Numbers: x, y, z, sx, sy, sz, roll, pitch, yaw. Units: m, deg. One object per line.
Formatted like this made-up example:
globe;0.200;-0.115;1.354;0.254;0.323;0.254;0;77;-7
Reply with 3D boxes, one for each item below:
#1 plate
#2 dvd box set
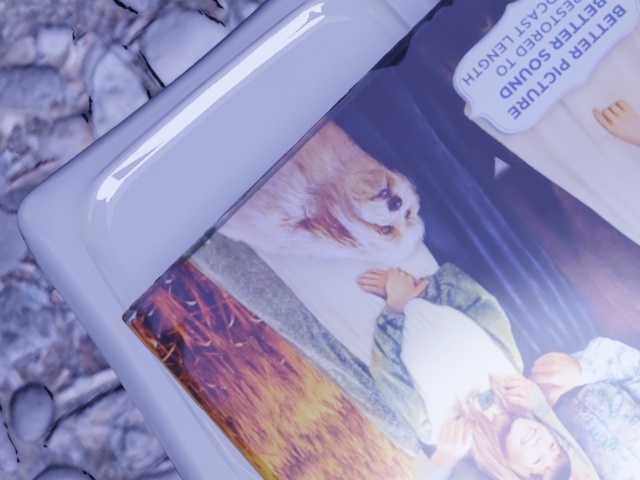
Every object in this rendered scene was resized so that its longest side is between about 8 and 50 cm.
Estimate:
plate;0.000;0.000;0.700;0.278;0.045;0.277;-39;71;7
dvd box set;0.158;0.082;0.590;0.307;0.062;0.420;-44;79;5
